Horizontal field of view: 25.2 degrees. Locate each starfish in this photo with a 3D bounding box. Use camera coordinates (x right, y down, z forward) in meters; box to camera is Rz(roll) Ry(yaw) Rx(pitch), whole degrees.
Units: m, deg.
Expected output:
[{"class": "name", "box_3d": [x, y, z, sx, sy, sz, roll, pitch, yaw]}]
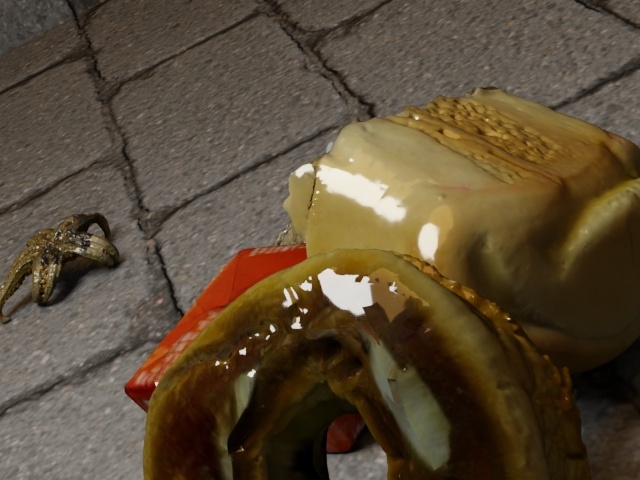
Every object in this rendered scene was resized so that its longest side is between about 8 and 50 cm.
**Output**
[{"class": "starfish", "box_3d": [-0.356, 0.030, 1.881, 0.190, 0.074, 0.146, -33, 31, -8]}]

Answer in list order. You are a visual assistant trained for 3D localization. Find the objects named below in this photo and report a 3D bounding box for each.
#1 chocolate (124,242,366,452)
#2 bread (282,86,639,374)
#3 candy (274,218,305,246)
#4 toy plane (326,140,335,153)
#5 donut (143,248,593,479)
[{"class": "chocolate", "box_3d": [-0.027, 0.100, 1.380, 0.237, 0.108, 0.235, -8, 31, 37]}, {"class": "bread", "box_3d": [0.153, 0.013, 1.227, 0.270, 0.211, 0.316, 29, 37, 34]}, {"class": "candy", "box_3d": [0.000, 0.000, 1.572, 0.095, 0.085, 0.110, -49, 22, -24]}, {"class": "toy plane", "box_3d": [0.055, -0.029, 1.505, 0.080, 0.174, 0.174, -38, 10, 48]}, {"class": "donut", "box_3d": [0.032, 0.155, 1.033, 0.330, 0.330, 0.160, -10, 1, 32]}]
